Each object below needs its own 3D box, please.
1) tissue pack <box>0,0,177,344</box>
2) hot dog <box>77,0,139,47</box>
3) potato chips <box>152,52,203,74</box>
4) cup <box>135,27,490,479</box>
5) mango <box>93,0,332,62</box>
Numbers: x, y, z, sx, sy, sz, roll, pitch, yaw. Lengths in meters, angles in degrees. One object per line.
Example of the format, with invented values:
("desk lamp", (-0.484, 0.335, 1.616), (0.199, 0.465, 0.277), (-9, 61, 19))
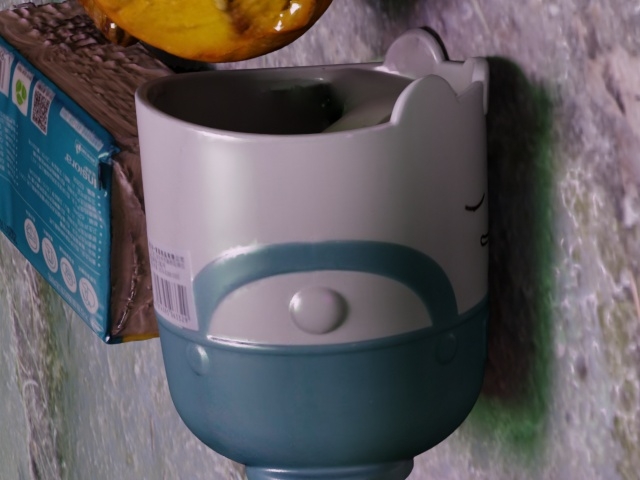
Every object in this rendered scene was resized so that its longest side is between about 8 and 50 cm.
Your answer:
("tissue pack", (-0.176, -0.062, 1.539), (0.271, 0.134, 0.192), (43, 138, 45))
("hot dog", (-0.159, -0.265, 1.509), (0.259, 0.114, 0.175), (56, 140, 32))
("potato chips", (-0.111, -0.093, 1.573), (0.209, 0.026, 0.142), (64, 146, 25))
("cup", (0.000, 0.000, 1.236), (0.289, 0.219, 0.257), (-91, -2, -74))
("mango", (-0.079, -0.272, 1.248), (0.199, 0.201, 0.350), (111, 159, -48))
